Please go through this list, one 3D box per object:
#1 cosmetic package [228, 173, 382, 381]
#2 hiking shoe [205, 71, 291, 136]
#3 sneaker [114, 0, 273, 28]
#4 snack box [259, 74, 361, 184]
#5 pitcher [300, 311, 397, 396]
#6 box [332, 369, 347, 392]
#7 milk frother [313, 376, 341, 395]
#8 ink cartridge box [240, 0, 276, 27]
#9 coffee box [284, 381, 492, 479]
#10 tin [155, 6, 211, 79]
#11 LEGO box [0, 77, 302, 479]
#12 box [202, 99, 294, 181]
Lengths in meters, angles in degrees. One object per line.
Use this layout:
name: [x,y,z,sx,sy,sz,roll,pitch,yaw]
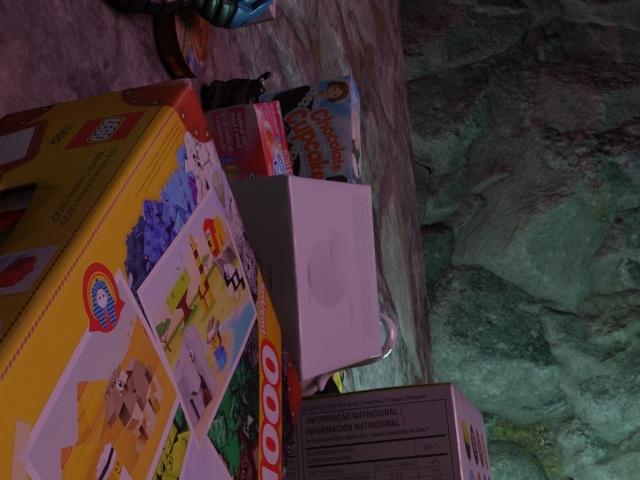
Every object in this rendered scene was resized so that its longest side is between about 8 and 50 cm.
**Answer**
cosmetic package: [-0.034,0.043,1.039,0.225,0.138,0.224,0,86,-62]
hiking shoe: [-0.098,-0.139,1.318,0.086,0.114,0.226,-60,139,-67]
sneaker: [-0.195,-0.365,1.096,0.139,0.125,0.341,58,22,14]
snack box: [-0.027,-0.122,1.437,0.060,0.187,0.321,59,25,-53]
pitcher: [-0.004,0.148,1.207,0.125,0.207,0.178,35,9,-49]
box: [-0.003,0.264,1.553,0.232,0.058,0.087,-66,145,-65]
milk frother: [-0.052,0.246,1.338,0.143,0.129,0.134,-40,133,-21]
ink cartridge box: [-0.135,-0.482,1.437,0.154,0.093,0.212,62,25,-51]
coffee box: [0.046,0.381,1.104,0.337,0.338,0.334,47,36,-66]
tin: [-0.193,-0.311,1.221,0.106,0.040,0.189,68,19,-54]
LEGO box: [-0.184,0.158,0.643,0.500,0.193,0.372,-77,154,-56]
box: [-0.105,-0.063,1.225,0.128,0.123,0.256,-43,123,-73]
